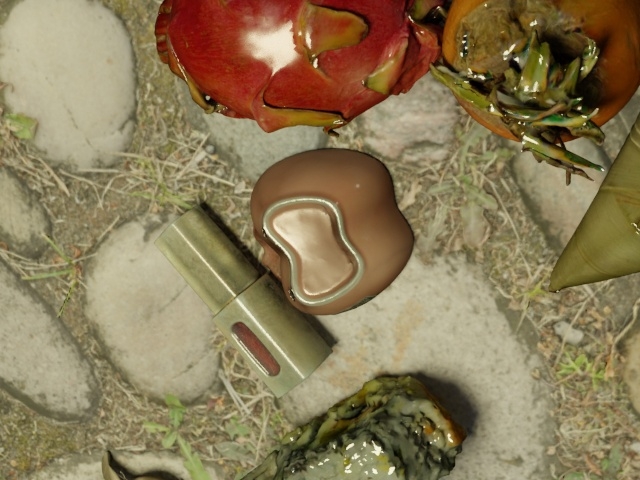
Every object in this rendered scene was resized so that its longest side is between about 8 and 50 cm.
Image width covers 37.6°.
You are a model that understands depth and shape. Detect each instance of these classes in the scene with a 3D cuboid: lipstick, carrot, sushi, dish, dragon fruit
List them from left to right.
[{"bbox_3d":[-0.098,0.073,1.175,0.253,0.077,0.079,51,132,0],"label":"lipstick"},{"bbox_3d":[-0.032,-0.236,0.985,0.315,0.250,0.250,28,114,26],"label":"dragon fruit"},{"bbox_3d":[0.000,0.000,1.120,0.213,0.090,0.213,5,109,14],"label":"dish"},{"bbox_3d":[0.041,0.275,1.146,0.274,0.184,0.139,-35,94,24],"label":"sushi"},{"bbox_3d":[0.217,-0.194,0.907,0.193,0.331,0.214,30,130,2],"label":"carrot"}]

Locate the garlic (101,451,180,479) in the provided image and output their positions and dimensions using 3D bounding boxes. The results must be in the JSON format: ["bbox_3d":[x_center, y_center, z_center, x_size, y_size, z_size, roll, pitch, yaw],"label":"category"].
[{"bbox_3d":[-0.254,0.381,1.315,0.194,0.127,0.131,37,96,30],"label":"garlic"}]

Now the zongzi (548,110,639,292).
[{"bbox_3d":[0.501,-0.026,0.943,0.447,0.181,0.418,24,127,4],"label":"zongzi"}]
